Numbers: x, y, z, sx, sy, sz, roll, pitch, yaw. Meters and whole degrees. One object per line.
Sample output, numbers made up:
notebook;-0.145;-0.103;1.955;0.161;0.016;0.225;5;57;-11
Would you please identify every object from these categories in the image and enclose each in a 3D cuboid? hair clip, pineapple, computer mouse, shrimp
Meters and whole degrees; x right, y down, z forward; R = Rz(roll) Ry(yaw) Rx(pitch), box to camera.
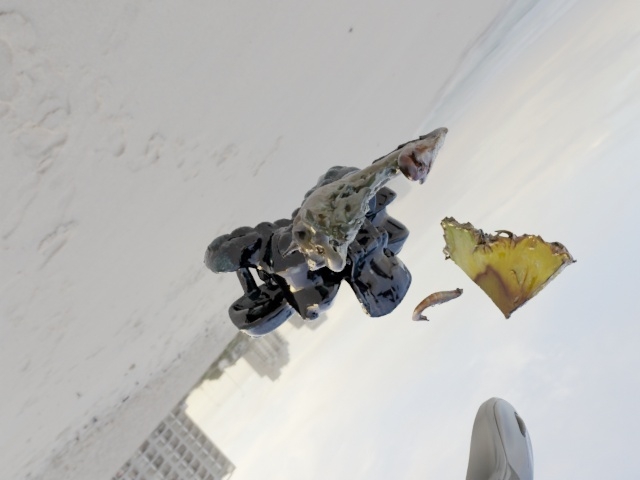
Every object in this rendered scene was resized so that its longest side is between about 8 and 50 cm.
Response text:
hair clip;0.002;0.002;0.764;0.206;0.194;0.310;3;-148;45
pineapple;0.149;0.022;0.483;0.077;0.114;0.114;-56;167;-13
computer mouse;0.425;0.517;1.273;0.121;0.184;0.296;-10;-131;51
shrimp;0.242;0.132;1.139;0.127;0.025;0.091;-18;144;-20
shrimp;0.049;-0.047;0.510;0.173;0.058;0.253;-34;-171;14
